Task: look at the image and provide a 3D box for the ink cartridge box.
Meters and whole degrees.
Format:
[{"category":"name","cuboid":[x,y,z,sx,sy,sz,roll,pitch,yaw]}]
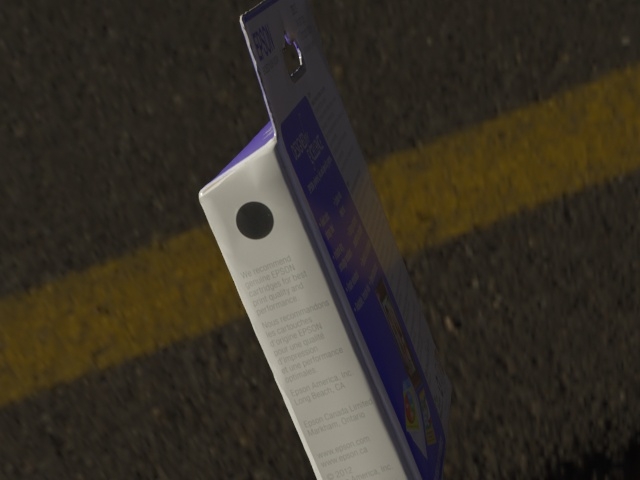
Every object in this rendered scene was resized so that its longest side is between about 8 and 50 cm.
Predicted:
[{"category":"ink cartridge box","cuboid":[0.000,0.000,0.835,0.045,0.206,0.208,-19,98,9]}]
